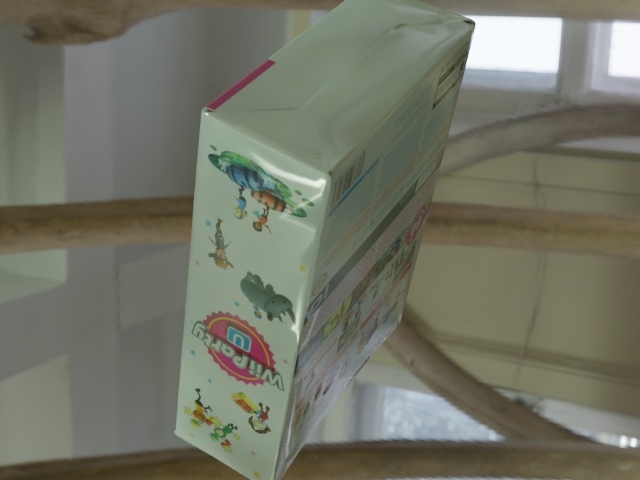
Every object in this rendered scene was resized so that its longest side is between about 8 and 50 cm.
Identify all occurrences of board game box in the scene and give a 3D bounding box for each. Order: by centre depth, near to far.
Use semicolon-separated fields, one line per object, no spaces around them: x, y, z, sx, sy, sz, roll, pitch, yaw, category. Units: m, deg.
0.000;0.000;0.716;0.224;0.097;0.303;-46;-25;-44;board game box
